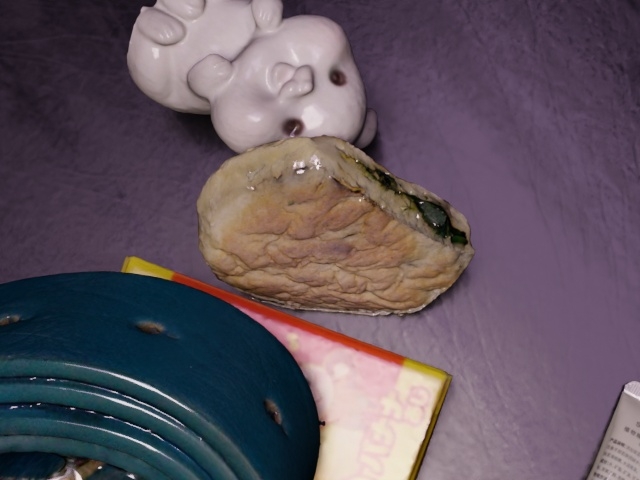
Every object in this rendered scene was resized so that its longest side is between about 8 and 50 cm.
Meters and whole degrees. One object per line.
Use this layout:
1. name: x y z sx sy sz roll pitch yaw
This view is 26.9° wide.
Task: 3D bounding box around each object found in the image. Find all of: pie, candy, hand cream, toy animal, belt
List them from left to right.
1. belt: -0.215 0.196 0.966 0.437 0.173 0.300 -16 108 21
2. toy animal: -0.050 -0.121 1.065 0.193 0.178 0.127 35 78 11
3. candy: -0.047 0.125 1.065 0.276 0.088 0.146 18 85 7
4. pie: 0.000 0.003 1.036 0.185 0.218 0.052 -34 43 32
5. hand cream: 0.224 0.228 1.050 0.080 0.050 0.234 29 80 9
